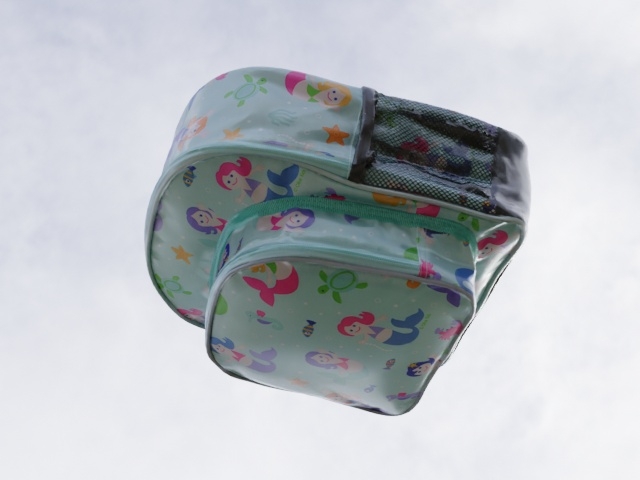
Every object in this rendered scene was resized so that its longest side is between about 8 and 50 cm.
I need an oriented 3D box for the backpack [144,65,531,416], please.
[{"bbox_3d":[0.000,0.000,0.716,0.253,0.191,0.225,20,-40,-3],"label":"backpack"}]
